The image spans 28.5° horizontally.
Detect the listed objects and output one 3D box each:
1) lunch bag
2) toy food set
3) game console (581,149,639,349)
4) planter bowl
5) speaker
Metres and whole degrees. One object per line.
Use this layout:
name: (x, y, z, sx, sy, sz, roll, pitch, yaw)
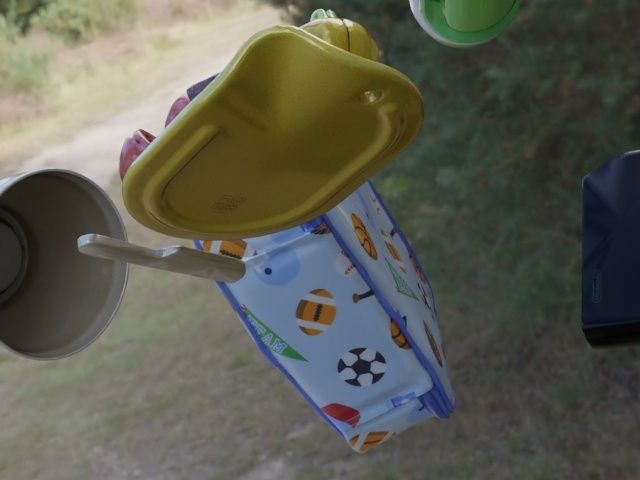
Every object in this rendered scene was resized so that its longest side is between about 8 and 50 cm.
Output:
lunch bag: (0.000, 0.000, 1.009, 0.115, 0.303, 0.243, -24, 28, 13)
toy food set: (-0.042, -0.059, 0.668, 0.128, 0.071, 0.218, 9, -31, -36)
game console: (0.262, 0.093, 0.737, 0.213, 0.044, 0.361, -8, 59, 25)
planter bowl: (-0.262, 0.017, 1.089, 0.109, 0.162, 0.162, 5, 24, 41)
speaker: (0.147, -0.302, 1.272, 0.131, 0.131, 0.296, -16, -16, 1)
